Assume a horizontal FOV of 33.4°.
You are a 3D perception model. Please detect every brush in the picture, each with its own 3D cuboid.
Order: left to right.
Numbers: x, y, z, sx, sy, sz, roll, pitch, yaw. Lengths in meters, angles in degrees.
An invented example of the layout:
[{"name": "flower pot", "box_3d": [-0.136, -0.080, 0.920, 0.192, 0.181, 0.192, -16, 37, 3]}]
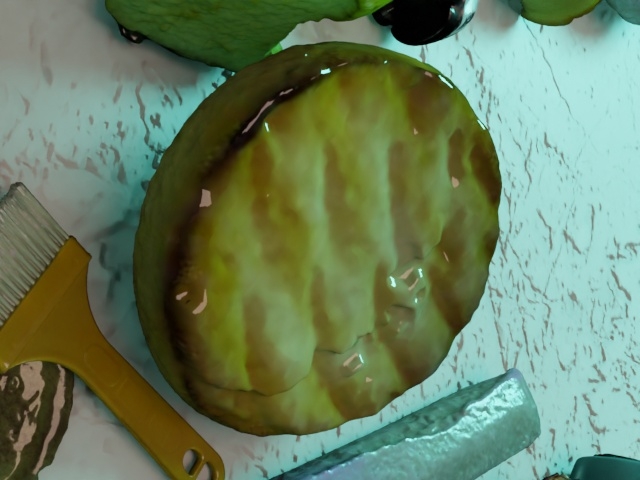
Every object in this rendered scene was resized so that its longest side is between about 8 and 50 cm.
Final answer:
[{"name": "brush", "box_3d": [-0.145, 0.091, 0.720, 0.272, 0.013, 0.103, 54, 49, -29]}]

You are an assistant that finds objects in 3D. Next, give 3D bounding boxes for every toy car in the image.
[{"name": "toy car", "box_3d": [0.104, -0.268, 0.924, 0.108, 0.089, 0.209, 1, 82, -45]}]

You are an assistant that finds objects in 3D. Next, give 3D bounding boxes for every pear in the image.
[{"name": "pear", "box_3d": [-0.011, -0.256, 0.724, 0.164, 0.255, 0.238, 22, 68, -35]}]

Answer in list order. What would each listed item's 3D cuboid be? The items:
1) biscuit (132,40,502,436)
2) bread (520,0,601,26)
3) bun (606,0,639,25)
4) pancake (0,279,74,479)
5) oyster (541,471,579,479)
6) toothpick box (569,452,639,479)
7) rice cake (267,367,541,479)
[{"name": "biscuit", "box_3d": [0.000, 0.000, 0.767, 0.296, 0.102, 0.296, -16, 119, -30]}, {"name": "bread", "box_3d": [0.245, -0.288, 1.011, 0.086, 0.125, 0.156, 19, 72, -58]}, {"name": "bun", "box_3d": [0.342, -0.286, 1.126, 0.141, 0.083, 0.140, 7, 77, -30]}, {"name": "pancake", "box_3d": [-0.239, 0.103, 0.652, 0.199, 0.021, 0.199, 3, 86, -41]}, {"name": "oyster", "box_3d": [0.187, 0.351, 0.908, 0.166, 0.094, 0.294, 20, 76, 10]}, {"name": "toothpick box", "box_3d": [0.277, 0.297, 0.998, 0.120, 0.120, 0.184, 28, 67, -35]}, {"name": "rice cake", "box_3d": [0.037, 0.191, 0.845, 0.399, 0.064, 0.070, -17, 91, -39]}]
